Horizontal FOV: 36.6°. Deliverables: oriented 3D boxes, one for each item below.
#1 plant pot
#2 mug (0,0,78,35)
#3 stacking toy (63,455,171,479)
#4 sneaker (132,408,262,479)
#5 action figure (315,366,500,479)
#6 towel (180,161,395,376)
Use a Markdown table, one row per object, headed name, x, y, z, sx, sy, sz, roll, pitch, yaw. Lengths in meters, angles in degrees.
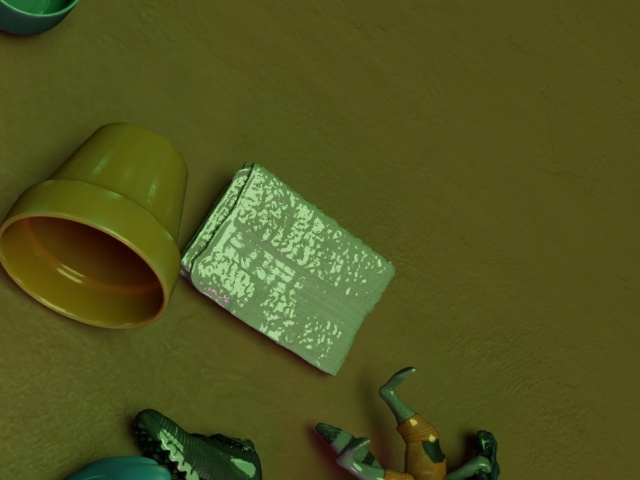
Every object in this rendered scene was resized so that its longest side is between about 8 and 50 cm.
| name | x | y | z | sx | sy | sz | roll | pitch | yaw |
| --- | --- | --- | --- | --- | --- | --- | --- | --- | --- |
| plant pot | -0.247 | -0.030 | 1.141 | 0.205 | 0.205 | 0.188 | 36 | 48 | -22 |
| mug | -0.349 | -0.314 | 1.175 | 0.157 | 0.097 | 0.130 | 2 | 79 | -33 |
| stacking toy | -0.197 | 0.408 | 1.114 | 0.302 | 0.175 | 0.166 | 61 | 33 | -25 |
| sneaker | -0.137 | 0.276 | 1.212 | 0.234 | 0.078 | 0.106 | 50 | 57 | -19 |
| action figure | 0.151 | 0.348 | 1.338 | 0.330 | 0.178 | 0.341 | 62 | 19 | -10 |
| towel | -0.040 | 0.040 | 1.305 | 0.282 | 0.049 | 0.187 | 35 | 81 | -22 |
